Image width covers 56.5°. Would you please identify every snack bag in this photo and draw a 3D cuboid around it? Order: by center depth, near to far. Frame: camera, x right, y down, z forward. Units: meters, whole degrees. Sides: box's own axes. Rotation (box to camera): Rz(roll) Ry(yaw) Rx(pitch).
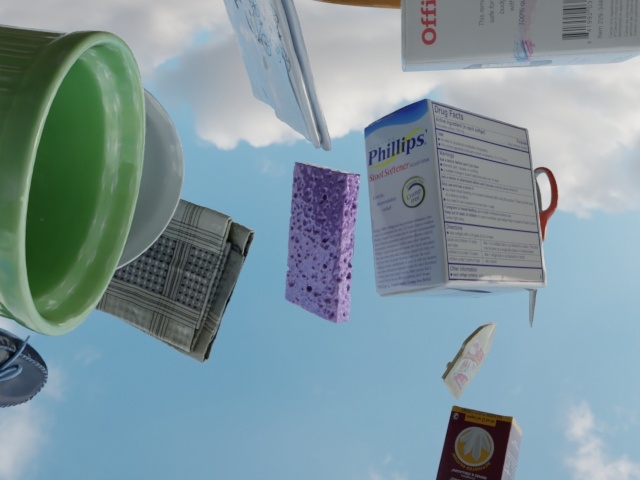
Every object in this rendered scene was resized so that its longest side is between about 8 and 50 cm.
[{"bbox_3d":[-0.097,-0.321,0.880,0.037,0.323,0.342,-25,-146,-11],"label":"snack bag"}]

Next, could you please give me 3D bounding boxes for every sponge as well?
[{"bbox_3d":[0.000,0.000,0.839,0.031,0.209,0.117,-5,-165,-39],"label":"sponge"}]

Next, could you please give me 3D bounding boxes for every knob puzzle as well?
[{"bbox_3d":[0.352,0.270,1.412,0.030,0.213,0.213,30,-135,35],"label":"knob puzzle"}]

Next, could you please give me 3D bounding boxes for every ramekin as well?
[{"bbox_3d":[-0.296,-0.067,0.596,0.148,0.303,0.303,11,-143,-2],"label":"ramekin"}]

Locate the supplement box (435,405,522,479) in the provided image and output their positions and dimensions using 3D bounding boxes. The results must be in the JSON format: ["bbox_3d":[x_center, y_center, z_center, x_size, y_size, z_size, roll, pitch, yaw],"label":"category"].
[{"bbox_3d":[0.252,0.376,0.961,0.104,0.081,0.188,2,-122,33],"label":"supplement box"}]

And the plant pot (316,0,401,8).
[{"bbox_3d":[0.120,-0.517,1.019,0.291,0.203,0.290,3,-154,-1],"label":"plant pot"}]

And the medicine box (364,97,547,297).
[{"bbox_3d":[0.224,-0.055,0.985,0.264,0.289,0.149,4,167,-38],"label":"medicine box"}]

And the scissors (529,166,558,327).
[{"bbox_3d":[0.401,0.005,1.092,0.021,0.109,0.296,19,-121,-35],"label":"scissors"}]

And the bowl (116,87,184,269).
[{"bbox_3d":[-0.351,-0.102,0.814,0.298,0.297,0.134,-23,-145,-29],"label":"bowl"}]

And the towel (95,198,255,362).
[{"bbox_3d":[-0.326,0.064,1.288,0.325,0.312,0.056,20,180,20],"label":"towel"}]

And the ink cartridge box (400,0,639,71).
[{"bbox_3d":[0.258,-0.344,0.779,0.307,0.225,0.131,0,-171,8],"label":"ink cartridge box"}]

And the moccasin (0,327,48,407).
[{"bbox_3d":[-0.465,0.164,0.713,0.117,0.342,0.137,28,-94,29],"label":"moccasin"}]
